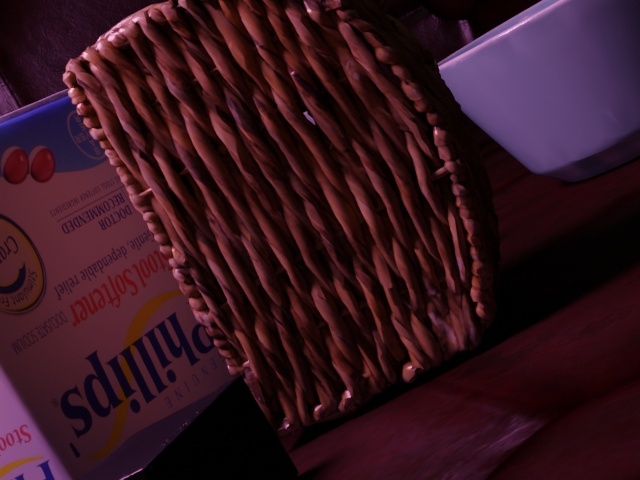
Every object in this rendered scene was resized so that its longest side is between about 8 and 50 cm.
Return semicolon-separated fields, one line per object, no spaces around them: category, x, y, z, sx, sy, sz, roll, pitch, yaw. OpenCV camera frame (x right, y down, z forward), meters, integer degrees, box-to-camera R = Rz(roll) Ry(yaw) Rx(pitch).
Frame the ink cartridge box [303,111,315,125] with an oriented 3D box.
ink cartridge box;-0.106;-0.026;2.106;0.384;0.160;0.279;-31;1;45

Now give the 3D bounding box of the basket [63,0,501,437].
basket;0.001;-0.054;1.053;0.213;0.299;0.223;-28;5;13

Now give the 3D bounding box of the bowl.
bowl;0.272;-0.167;1.430;0.311;0.163;0.311;-30;4;2

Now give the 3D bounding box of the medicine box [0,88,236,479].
medicine box;-0.213;0.070;1.103;0.149;0.289;0.263;-30;4;27

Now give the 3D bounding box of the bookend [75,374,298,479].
bookend;-0.114;0.162;0.864;0.157;0.072;0.156;-29;4;19
